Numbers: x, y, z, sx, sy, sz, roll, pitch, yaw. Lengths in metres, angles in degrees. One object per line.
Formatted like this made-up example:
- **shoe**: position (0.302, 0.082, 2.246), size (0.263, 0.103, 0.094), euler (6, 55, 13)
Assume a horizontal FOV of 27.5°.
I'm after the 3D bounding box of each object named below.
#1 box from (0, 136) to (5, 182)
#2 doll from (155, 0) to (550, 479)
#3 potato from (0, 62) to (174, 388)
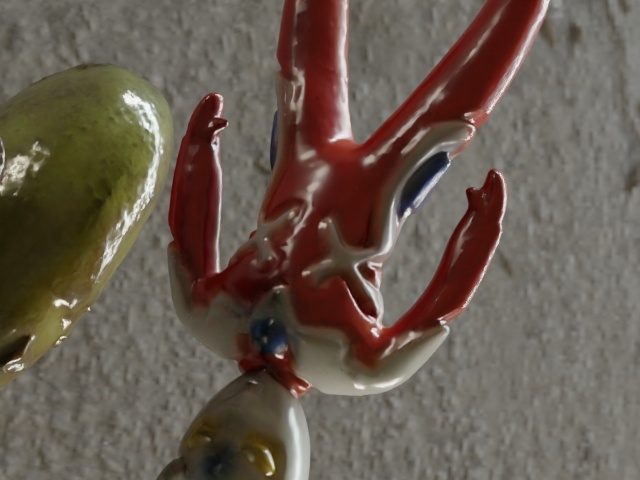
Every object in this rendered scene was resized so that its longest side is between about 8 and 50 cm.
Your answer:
- **box**: position (-0.273, -0.044, 0.521), size (0.229, 0.240, 0.339), euler (108, -7, -45)
- **doll**: position (0.000, 0.000, 0.716), size (0.099, 0.188, 0.383), euler (35, 72, -71)
- **potato**: position (-0.208, 0.008, 0.828), size (0.298, 0.176, 0.141), euler (-40, 126, -12)
